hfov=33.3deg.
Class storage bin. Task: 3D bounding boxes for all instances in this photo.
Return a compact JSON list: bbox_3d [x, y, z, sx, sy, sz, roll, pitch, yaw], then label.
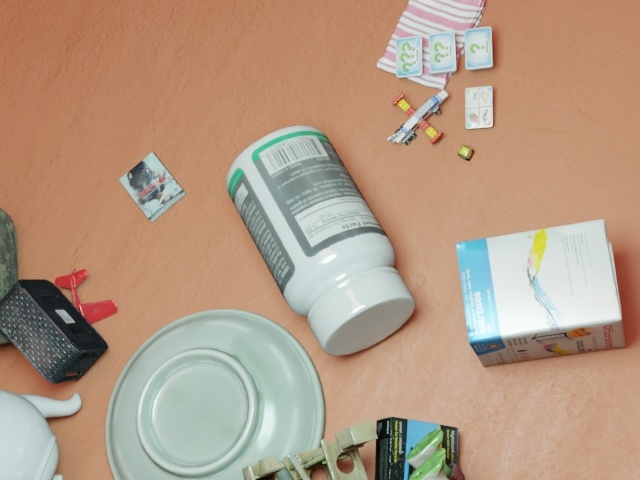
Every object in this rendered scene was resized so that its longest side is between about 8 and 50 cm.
[{"bbox_3d":[-0.483,0.160,1.909,0.180,0.122,0.084,45,100,13],"label":"storage bin"}]

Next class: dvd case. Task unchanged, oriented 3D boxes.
[{"bbox_3d":[-0.322,-0.103,2.045,0.087,0.013,0.119,-39,65,-1],"label":"dvd case"}]

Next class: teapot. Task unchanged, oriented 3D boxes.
[{"bbox_3d":[-0.534,0.391,1.824,0.187,0.252,0.256,26,102,-12],"label":"teapot"}]

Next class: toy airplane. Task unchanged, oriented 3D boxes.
[{"bbox_3d":[-0.452,0.117,1.990,0.151,0.028,0.151,-5,71,16],"label":"toy airplane"}]

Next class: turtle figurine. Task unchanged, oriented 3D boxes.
[{"bbox_3d":[0.268,0.386,1.567,0.266,0.198,0.275,47,131,-7],"label":"turtle figurine"}]

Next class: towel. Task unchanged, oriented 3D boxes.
[{"bbox_3d":[0.205,-0.384,1.987,0.144,0.029,0.197,22,78,24],"label":"towel"}]

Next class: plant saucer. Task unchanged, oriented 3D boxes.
[{"bbox_3d":[-0.195,0.297,1.808,0.401,0.100,0.400,-5,69,14],"label":"plant saucer"}]

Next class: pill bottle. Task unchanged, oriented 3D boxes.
[{"bbox_3d":[0.000,0.000,1.804,0.204,0.204,0.361,-31,64,4],"label":"pill bottle"}]

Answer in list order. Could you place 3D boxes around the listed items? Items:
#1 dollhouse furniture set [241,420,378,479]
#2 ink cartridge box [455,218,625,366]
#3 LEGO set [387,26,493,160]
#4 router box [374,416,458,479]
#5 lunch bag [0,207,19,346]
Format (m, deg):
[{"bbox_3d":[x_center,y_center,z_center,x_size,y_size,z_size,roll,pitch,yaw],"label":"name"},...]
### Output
[{"bbox_3d":[-0.011,0.364,1.644,0.161,0.182,0.101,-9,72,-28],"label":"dollhouse furniture set"},{"bbox_3d":[0.349,0.087,1.685,0.233,0.171,0.168,-10,68,13],"label":"ink cartridge box"},{"bbox_3d":[0.215,-0.261,1.908,0.183,0.060,0.244,-3,80,20],"label":"LEGO set"},{"bbox_3d":[0.149,0.372,1.662,0.046,0.133,0.178,-27,55,55],"label":"router box"},{"bbox_3d":[-0.718,0.074,1.986,0.256,0.212,0.305,-19,63,13],"label":"lunch bag"}]
